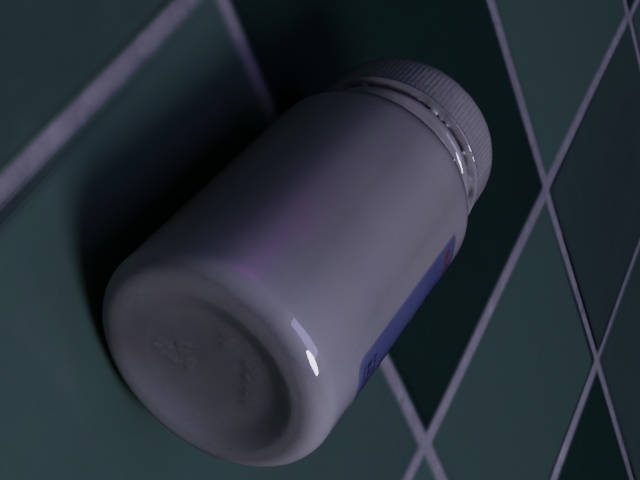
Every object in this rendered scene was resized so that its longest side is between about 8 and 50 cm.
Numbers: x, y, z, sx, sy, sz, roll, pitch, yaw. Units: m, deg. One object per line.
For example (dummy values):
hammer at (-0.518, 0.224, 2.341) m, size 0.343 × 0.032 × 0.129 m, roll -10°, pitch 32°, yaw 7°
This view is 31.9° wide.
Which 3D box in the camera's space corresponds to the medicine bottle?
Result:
medicine bottle at (0.000, 0.000, 0.478) m, size 0.186 × 0.103 × 0.102 m, roll -49°, pitch 130°, yaw -46°
